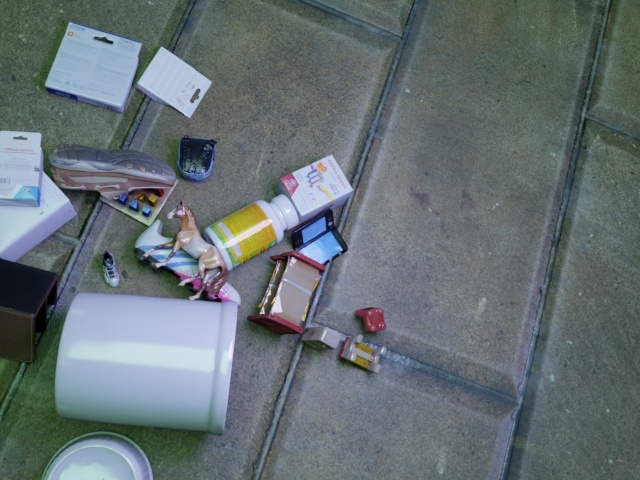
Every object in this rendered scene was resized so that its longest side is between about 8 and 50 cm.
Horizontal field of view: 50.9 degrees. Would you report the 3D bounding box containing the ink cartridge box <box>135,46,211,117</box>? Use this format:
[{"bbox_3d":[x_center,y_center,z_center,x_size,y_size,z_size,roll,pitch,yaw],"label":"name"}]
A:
[{"bbox_3d":[-0.436,-0.466,2.001,0.179,0.045,0.145,34,69,-20],"label":"ink cartridge box"}]

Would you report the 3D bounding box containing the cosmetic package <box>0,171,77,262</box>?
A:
[{"bbox_3d":[-0.810,-0.096,1.760,0.224,0.138,0.224,-43,87,-18],"label":"cosmetic package"}]

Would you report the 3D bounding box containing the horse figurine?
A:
[{"bbox_3d":[-0.332,0.041,1.747,0.263,0.066,0.174,41,67,10],"label":"horse figurine"}]

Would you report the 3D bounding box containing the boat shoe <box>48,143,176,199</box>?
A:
[{"bbox_3d":[-0.551,-0.173,1.793,0.324,0.116,0.123,9,31,-11],"label":"boat shoe"}]

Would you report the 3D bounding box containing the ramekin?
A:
[{"bbox_3d":[-0.546,0.601,1.627,0.273,0.127,0.273,3,74,-11],"label":"ramekin"}]

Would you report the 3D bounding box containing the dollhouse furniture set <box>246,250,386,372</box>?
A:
[{"bbox_3d":[0.011,0.203,1.866,0.374,0.152,0.201,30,70,-21],"label":"dollhouse furniture set"}]

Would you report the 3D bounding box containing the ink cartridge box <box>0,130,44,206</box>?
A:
[{"bbox_3d":[-0.756,-0.179,1.689,0.104,0.060,0.180,2,73,-12],"label":"ink cartridge box"}]

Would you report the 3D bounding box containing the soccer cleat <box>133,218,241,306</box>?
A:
[{"bbox_3d":[-0.342,0.059,1.823,0.331,0.116,0.143,30,74,-2],"label":"soccer cleat"}]

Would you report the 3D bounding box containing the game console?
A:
[{"bbox_3d":[0.000,0.000,1.932,0.144,0.124,0.085,-32,57,-18],"label":"game console"}]

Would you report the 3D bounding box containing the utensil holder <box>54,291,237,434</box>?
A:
[{"bbox_3d":[-0.411,0.294,1.639,0.385,0.327,0.328,6,74,-9],"label":"utensil holder"}]

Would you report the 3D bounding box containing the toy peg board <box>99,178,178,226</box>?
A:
[{"bbox_3d":[-0.505,-0.151,1.868,0.161,0.079,0.161,29,71,-2],"label":"toy peg board"}]

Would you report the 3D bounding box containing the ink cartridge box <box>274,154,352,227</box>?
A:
[{"bbox_3d":[-0.021,-0.142,1.942,0.176,0.127,0.128,-28,82,-18],"label":"ink cartridge box"}]

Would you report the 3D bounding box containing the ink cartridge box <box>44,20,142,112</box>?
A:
[{"bbox_3d":[-0.653,-0.503,1.952,0.223,0.045,0.224,15,71,-8],"label":"ink cartridge box"}]

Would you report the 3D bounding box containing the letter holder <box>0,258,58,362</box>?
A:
[{"bbox_3d":[-0.840,0.165,1.690,0.302,0.214,0.152,16,40,-7],"label":"letter holder"}]

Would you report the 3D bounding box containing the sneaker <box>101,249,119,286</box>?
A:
[{"bbox_3d":[-0.567,0.073,1.798,0.038,0.069,0.098,-17,79,-15],"label":"sneaker"}]

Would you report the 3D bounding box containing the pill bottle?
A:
[{"bbox_3d":[-0.189,-0.029,1.870,0.245,0.136,0.136,-30,83,-18],"label":"pill bottle"}]

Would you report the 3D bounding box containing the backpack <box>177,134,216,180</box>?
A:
[{"bbox_3d":[-0.356,-0.228,1.917,0.105,0.084,0.114,7,69,-9],"label":"backpack"}]
